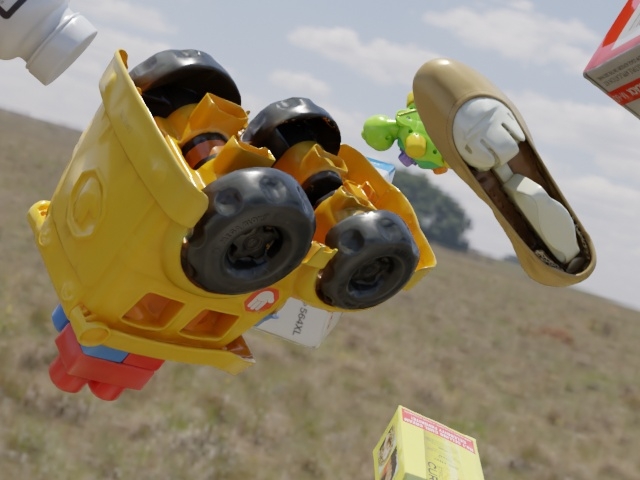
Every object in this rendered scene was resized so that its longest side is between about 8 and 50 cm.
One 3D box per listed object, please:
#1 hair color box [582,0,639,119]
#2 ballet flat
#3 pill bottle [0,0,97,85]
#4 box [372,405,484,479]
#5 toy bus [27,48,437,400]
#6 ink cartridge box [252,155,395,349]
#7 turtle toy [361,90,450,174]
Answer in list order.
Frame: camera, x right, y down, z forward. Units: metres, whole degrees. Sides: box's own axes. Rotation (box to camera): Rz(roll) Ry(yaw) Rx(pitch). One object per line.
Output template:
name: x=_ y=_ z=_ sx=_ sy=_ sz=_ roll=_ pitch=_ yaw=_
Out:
hair color box: x=0.181 y=-0.034 z=0.430 sx=0.167 sy=0.053 sz=0.093 roll=35 pitch=-11 yaw=-6
ballet flat: x=0.164 y=-0.060 z=1.096 sx=0.232 sy=0.080 sz=0.073 roll=53 pitch=-8 yaw=-12
pill bottle: x=-0.324 y=-0.253 z=1.314 sx=0.193 sy=0.108 sz=0.108 roll=44 pitch=-3 yaw=-7
box: x=0.095 y=0.222 z=1.083 sx=0.087 sy=0.058 sz=0.232 roll=25 pitch=14 yaw=-5
toy bus: x=-0.070 y=0.016 z=0.804 sx=0.220 sy=0.211 sz=0.149 roll=16 pitch=30 yaw=-43
ink cartridge box: x=0.000 y=0.000 z=1.240 sx=0.085 sy=0.148 sz=0.203 roll=19 pitch=15 yaw=9
turtle toy: x=0.114 y=-0.123 z=1.530 sx=0.130 sy=0.095 sz=0.066 roll=14 pitch=-37 yaw=-13
